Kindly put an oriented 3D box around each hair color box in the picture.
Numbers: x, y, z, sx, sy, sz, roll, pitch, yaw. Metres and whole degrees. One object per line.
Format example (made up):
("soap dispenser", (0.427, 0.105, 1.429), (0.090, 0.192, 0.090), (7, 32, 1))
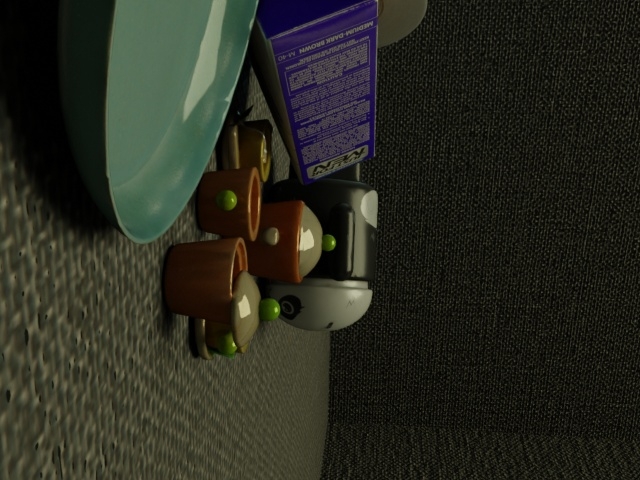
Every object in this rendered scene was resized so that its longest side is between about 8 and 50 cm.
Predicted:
("hair color box", (-0.020, -0.210, 0.792), (0.339, 0.110, 0.185), (83, -15, -74))

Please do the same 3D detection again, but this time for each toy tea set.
("toy tea set", (-0.053, 0.008, 0.761), (0.336, 0.124, 0.200), (-81, 172, -56))

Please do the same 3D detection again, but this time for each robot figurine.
("robot figurine", (-0.002, 0.000, 1.166), (0.209, 0.173, 0.278), (14, 78, -68))

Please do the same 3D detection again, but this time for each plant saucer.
("plant saucer", (-0.083, -0.155, 0.455), (0.317, 0.044, 0.317), (15, 90, -89))

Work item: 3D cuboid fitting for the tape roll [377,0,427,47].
("tape roll", (0.020, -0.315, 0.920), (0.219, 0.219, 0.072), (78, 13, -73))
